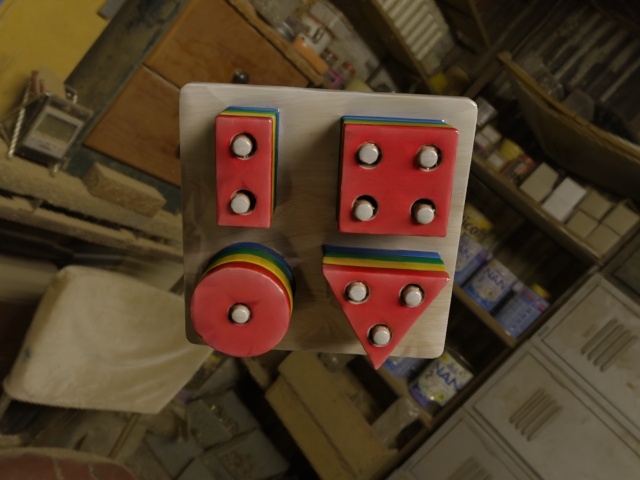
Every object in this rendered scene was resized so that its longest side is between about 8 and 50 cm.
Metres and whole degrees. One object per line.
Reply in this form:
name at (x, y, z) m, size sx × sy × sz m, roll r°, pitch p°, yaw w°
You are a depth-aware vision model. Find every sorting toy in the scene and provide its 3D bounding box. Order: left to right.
sorting toy at (0.000, 0.000, 0.526) m, size 0.257 × 0.255 × 0.089 m, roll 3°, pitch 20°, yaw 0°
